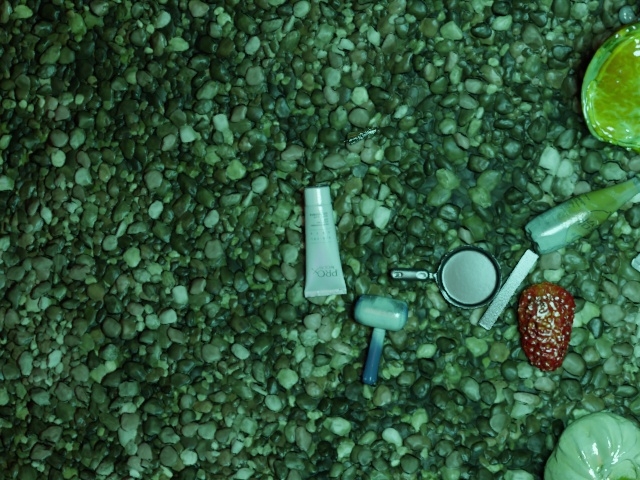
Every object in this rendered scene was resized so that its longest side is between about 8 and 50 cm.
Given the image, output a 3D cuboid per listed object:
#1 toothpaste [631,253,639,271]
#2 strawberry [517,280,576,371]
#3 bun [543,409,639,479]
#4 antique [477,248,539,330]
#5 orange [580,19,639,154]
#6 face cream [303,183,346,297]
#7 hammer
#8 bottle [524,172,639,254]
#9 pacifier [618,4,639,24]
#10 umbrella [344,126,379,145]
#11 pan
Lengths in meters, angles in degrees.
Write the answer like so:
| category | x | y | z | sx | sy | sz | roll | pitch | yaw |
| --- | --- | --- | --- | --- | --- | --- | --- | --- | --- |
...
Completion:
| category | x | y | z | sx | sy | sz | roll | pitch | yaw |
| --- | --- | --- | --- | --- | --- | --- | --- | --- | --- |
| toothpaste | 0.763 | -0.050 | 1.584 | 0.100 | 0.066 | 0.323 | 37 | 100 | 4 |
| strawberry | 0.470 | 0.178 | 1.625 | 0.121 | 0.082 | 0.188 | -5 | 86 | 7 |
| bun | 0.568 | 0.472 | 1.565 | 0.259 | 0.160 | 0.259 | 1 | 93 | 11 |
| antique | 0.395 | 0.105 | 1.671 | 0.031 | 0.015 | 0.192 | 34 | 96 | 8 |
| orange | 0.657 | -0.286 | 1.520 | 0.334 | 0.196 | 0.263 | 12 | 117 | -12 |
| face cream | 0.000 | 0.000 | 1.726 | 0.092 | 0.058 | 0.244 | -5 | 95 | 6 |
| hammer | 0.117 | 0.215 | 1.697 | 0.116 | 0.069 | 0.194 | 11 | 96 | 9 |
| bottle | 0.549 | -0.061 | 1.612 | 0.269 | 0.083 | 0.083 | -28 | 85 | 5 |
| pacifier | 0.657 | -0.444 | 1.598 | 0.116 | 0.126 | 0.150 | 36 | 104 | 46 |
| umbrella | 0.088 | -0.229 | 1.728 | 0.083 | 0.020 | 0.031 | -21 | 47 | 9 |
| pan | 0.266 | 0.075 | 1.687 | 0.235 | 0.028 | 0.136 | 3 | 90 | 7 |
